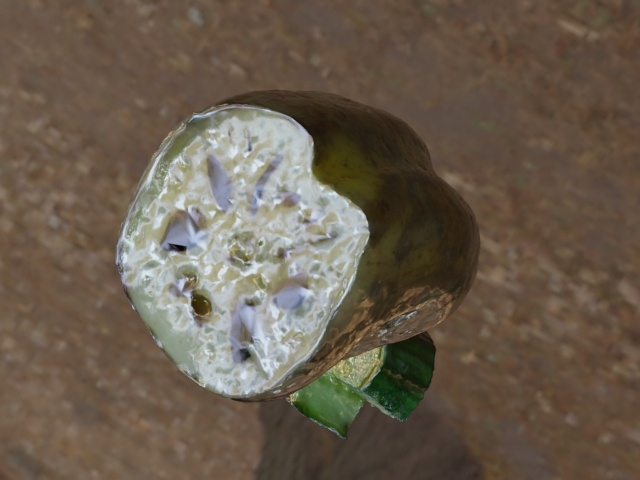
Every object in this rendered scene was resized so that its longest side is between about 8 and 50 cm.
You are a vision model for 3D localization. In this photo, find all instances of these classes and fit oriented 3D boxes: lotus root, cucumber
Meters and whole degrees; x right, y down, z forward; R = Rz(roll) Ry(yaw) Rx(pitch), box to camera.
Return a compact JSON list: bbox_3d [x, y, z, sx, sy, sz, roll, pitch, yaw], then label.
[{"bbox_3d":[0.000,0.000,1.309,0.250,0.250,0.346,21,-168,26],"label":"lotus root"},{"bbox_3d":[0.059,0.159,2.057,0.130,0.191,0.191,28,166,-35],"label":"cucumber"}]
